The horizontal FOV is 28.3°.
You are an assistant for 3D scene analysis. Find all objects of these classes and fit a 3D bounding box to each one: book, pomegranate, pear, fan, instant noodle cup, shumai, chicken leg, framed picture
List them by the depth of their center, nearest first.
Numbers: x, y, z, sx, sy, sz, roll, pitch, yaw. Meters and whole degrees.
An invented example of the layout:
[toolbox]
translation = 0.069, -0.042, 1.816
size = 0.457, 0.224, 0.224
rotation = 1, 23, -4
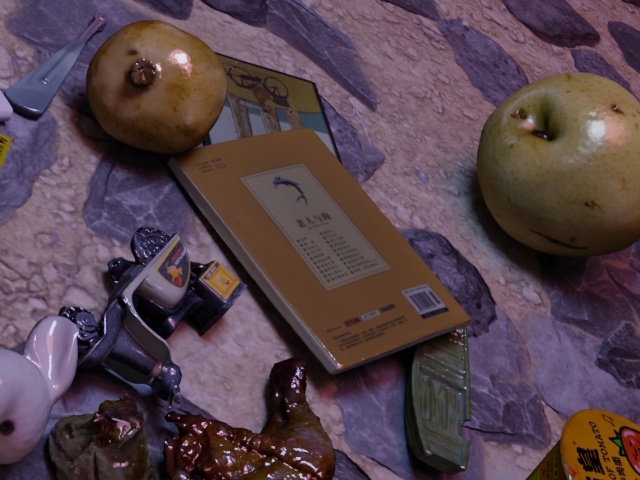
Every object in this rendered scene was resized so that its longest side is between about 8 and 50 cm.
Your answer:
[shumai]
translation = -0.207, 0.207, 1.288
size = 0.123, 0.087, 0.099
rotation = 37, 34, -6
[chicken leg]
translation = -0.073, 0.232, 1.395
size = 0.177, 0.083, 0.322
rotation = 41, 35, 22
[instant noodle cup]
translation = 0.331, 0.340, 1.551
size = 0.215, 0.172, 0.216
rotation = 24, 38, -20
[pomegranate]
translation = -0.214, -0.201, 1.654
size = 0.196, 0.196, 0.196
rotation = 24, 38, -20
[book]
translation = 0.000, 0.000, 1.703
size = 0.269, 0.032, 0.389
rotation = -14, 56, -42
[fan]
translation = -0.351, -0.246, 1.718
size = 0.057, 0.023, 0.282
rotation = 26, 36, -4
[framed picture]
translation = -0.074, -0.155, 1.877
size = 0.244, 0.013, 0.324
rotation = 12, 42, -31
[pear]
translation = 0.406, -0.115, 2.031
size = 0.309, 0.309, 0.309
rotation = 24, 38, -20

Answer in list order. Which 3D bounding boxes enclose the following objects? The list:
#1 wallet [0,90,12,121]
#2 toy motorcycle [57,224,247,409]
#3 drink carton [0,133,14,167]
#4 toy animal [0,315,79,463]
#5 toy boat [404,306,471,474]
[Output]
[wallet]
translation = -0.440, -0.168, 1.547
size = 0.122, 0.025, 0.061
rotation = -8, 58, -46
[toy motorcycle]
translation = -0.193, 0.085, 1.436
size = 0.157, 0.091, 0.263
rotation = 41, 32, -6
[drink carton]
translation = -0.512, -0.102, 1.295
size = 0.351, 0.154, 0.111
rotation = 26, 37, -18
[toy animal]
translation = -0.342, 0.122, 1.229
size = 0.193, 0.127, 0.178
rotation = 31, 34, -7
[toy boat]
translation = 0.155, 0.192, 1.660
size = 0.093, 0.055, 0.293
rotation = 28, 37, -14
